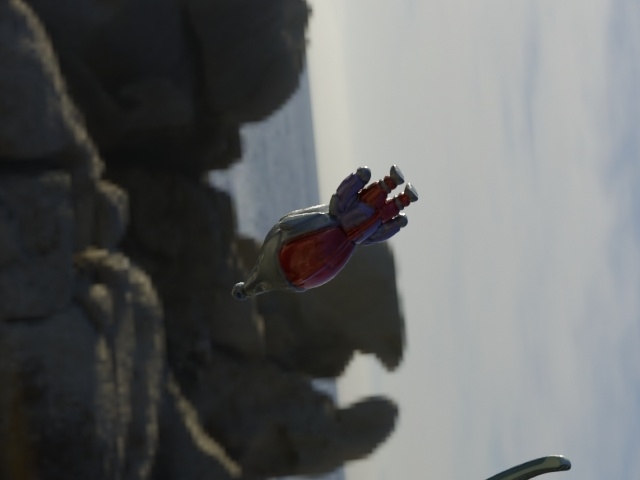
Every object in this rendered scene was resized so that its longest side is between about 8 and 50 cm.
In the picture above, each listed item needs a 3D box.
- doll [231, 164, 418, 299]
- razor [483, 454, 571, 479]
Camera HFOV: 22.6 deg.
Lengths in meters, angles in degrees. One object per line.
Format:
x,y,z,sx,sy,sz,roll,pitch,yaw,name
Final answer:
0.000,0.000,1.716,0.102,0.227,0.075,47,15,-36,doll
0.182,0.267,1.686,0.068,0.191,0.037,22,41,-44,razor
